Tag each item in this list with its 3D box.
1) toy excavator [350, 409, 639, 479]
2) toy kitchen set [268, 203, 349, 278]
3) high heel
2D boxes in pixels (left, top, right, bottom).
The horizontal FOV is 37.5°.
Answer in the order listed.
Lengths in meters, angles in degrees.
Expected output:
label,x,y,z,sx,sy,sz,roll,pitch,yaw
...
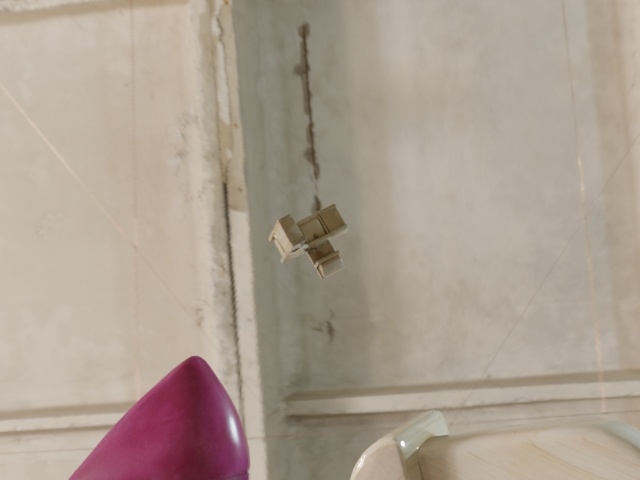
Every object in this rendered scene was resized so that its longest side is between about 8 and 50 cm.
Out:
label,x,y,z,sx,sy,sz,roll,pitch,yaw
toy excavator,0.282,0.214,0.571,0.433,0.222,0.445,-46,-108,29
toy kitchen set,0.000,0.000,1.021,0.083,0.075,0.068,-27,-99,-17
high heel,-0.147,0.148,0.514,0.244,0.082,0.117,-20,-102,24
